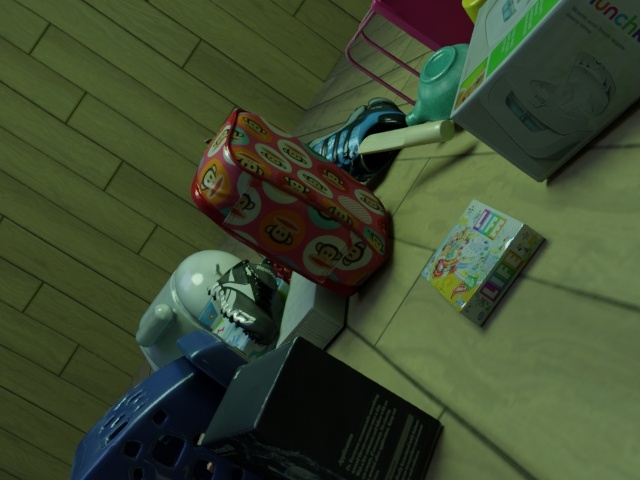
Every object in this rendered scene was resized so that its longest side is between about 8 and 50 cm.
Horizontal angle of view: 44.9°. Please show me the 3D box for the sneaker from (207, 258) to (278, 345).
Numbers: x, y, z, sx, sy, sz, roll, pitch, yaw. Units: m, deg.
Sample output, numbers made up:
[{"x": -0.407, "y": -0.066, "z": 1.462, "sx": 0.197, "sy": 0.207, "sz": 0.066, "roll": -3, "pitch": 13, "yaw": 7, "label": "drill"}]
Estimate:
[{"x": -0.108, "y": 0.085, "z": 1.225, "sx": 0.106, "sy": 0.078, "sz": 0.234, "roll": -49, "pitch": 26, "yaw": -3, "label": "sneaker"}]

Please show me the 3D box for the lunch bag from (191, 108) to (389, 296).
[{"x": -0.037, "y": -0.071, "z": 1.145, "sx": 0.120, "sy": 0.293, "sz": 0.258, "roll": -50, "pitch": 18, "yaw": 24, "label": "lunch bag"}]

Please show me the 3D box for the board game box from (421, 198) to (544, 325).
[{"x": 0.160, "y": 0.017, "z": 0.795, "sx": 0.103, "sy": 0.026, "sz": 0.154, "roll": -55, "pitch": 12, "yaw": 5, "label": "board game box"}]

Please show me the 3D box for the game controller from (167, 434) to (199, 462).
[{"x": -0.288, "y": 0.410, "z": 1.324, "sx": 0.166, "sy": 0.067, "sz": 0.319, "roll": -63, "pitch": -1, "yaw": 16, "label": "game controller"}]

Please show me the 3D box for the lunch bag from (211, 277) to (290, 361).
[{"x": -0.121, "y": 0.166, "z": 1.351, "sx": 0.219, "sy": 0.090, "sz": 0.176, "roll": -26, "pitch": 29, "yaw": 57, "label": "lunch bag"}]

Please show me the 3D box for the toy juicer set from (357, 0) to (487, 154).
[{"x": 0.214, "y": -0.223, "z": 1.116, "sx": 0.329, "sy": 0.089, "sz": 0.209, "roll": -54, "pitch": 30, "yaw": -1, "label": "toy juicer set"}]

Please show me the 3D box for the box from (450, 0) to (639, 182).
[{"x": 0.267, "y": -0.230, "z": 0.788, "sx": 0.231, "sy": 0.126, "sz": 0.262, "roll": -48, "pitch": 14, "yaw": 43, "label": "box"}]

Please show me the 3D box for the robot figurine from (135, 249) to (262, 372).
[{"x": -0.258, "y": 0.159, "z": 1.670, "sx": 0.300, "sy": 0.200, "sz": 0.353, "roll": -15, "pitch": -28, "yaw": -53, "label": "robot figurine"}]

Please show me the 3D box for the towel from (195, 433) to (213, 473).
[{"x": -0.167, "y": 0.320, "z": 1.318, "sx": 0.144, "sy": 0.029, "sz": 0.197, "roll": -58, "pitch": 9, "yaw": -7, "label": "towel"}]

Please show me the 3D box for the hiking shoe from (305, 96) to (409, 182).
[{"x": 0.037, "y": -0.141, "z": 1.403, "sx": 0.304, "sy": 0.113, "sz": 0.132, "roll": -45, "pitch": 25, "yaw": 2, "label": "hiking shoe"}]

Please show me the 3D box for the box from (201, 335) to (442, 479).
[{"x": -0.004, "y": 0.178, "z": 0.714, "sx": 0.156, "sy": 0.158, "sz": 0.093, "roll": -38, "pitch": 22, "yaw": 59, "label": "box"}]

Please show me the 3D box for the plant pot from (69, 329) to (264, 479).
[{"x": -0.120, "y": 0.235, "z": 0.873, "sx": 0.212, "sy": 0.236, "sz": 0.236, "roll": -53, "pitch": 10, "yaw": -10, "label": "plant pot"}]

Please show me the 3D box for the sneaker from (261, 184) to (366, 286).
[{"x": 0.000, "y": 0.000, "z": 1.368, "sx": 0.262, "sy": 0.104, "sz": 0.125, "roll": -42, "pitch": 7, "yaw": 27, "label": "sneaker"}]

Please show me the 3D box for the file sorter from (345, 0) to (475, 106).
[{"x": 0.197, "y": -0.407, "z": 1.349, "sx": 0.291, "sy": 0.202, "sz": 0.182, "roll": -62, "pitch": 10, "yaw": -25, "label": "file sorter"}]

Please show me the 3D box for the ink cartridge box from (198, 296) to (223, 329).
[{"x": -0.164, "y": 0.149, "z": 1.520, "sx": 0.088, "sy": 0.122, "sz": 0.052, "roll": -56, "pitch": 8, "yaw": -1, "label": "ink cartridge box"}]

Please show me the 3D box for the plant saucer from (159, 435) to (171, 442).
[{"x": -0.306, "y": 0.365, "z": 1.515, "sx": 0.317, "sy": 0.044, "sz": 0.317, "roll": -46, "pitch": -4, "yaw": -4, "label": "plant saucer"}]

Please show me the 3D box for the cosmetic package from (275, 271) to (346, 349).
[{"x": -0.006, "y": 0.084, "z": 1.200, "sx": 0.099, "sy": 0.060, "sz": 0.239, "roll": -49, "pitch": 14, "yaw": 25, "label": "cosmetic package"}]
